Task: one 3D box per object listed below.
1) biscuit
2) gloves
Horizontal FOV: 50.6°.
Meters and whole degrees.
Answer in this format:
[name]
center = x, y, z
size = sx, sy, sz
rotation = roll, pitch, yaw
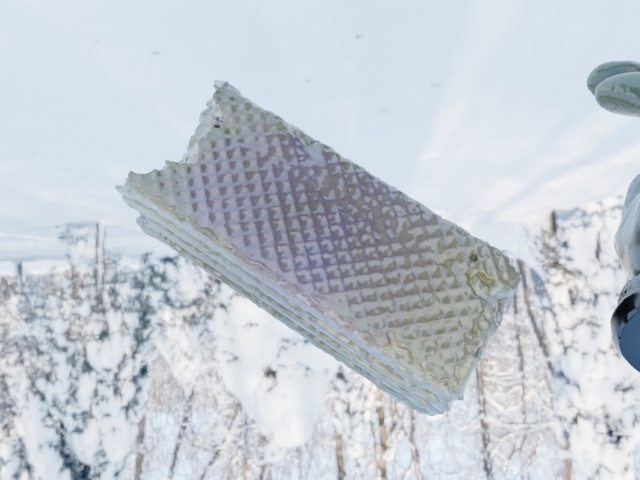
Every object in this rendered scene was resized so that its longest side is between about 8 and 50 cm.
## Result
[biscuit]
center = 0.000, 0.000, 0.421
size = 0.239, 0.108, 0.062
rotation = 33, 152, 7
[gloves]
center = 0.220, -0.029, 0.410
size = 0.107, 0.268, 0.135
rotation = 10, 135, 7
